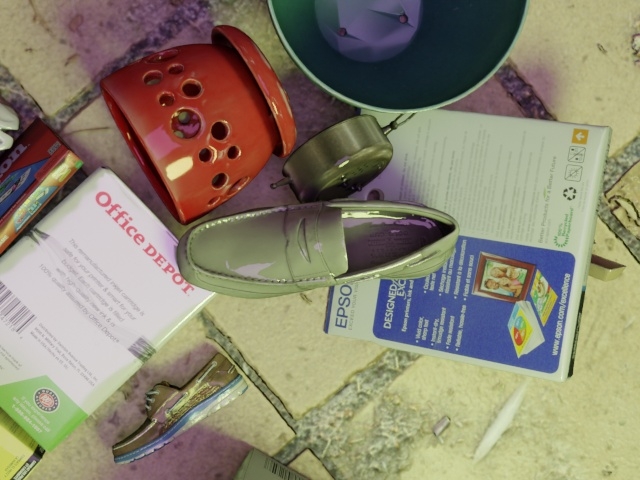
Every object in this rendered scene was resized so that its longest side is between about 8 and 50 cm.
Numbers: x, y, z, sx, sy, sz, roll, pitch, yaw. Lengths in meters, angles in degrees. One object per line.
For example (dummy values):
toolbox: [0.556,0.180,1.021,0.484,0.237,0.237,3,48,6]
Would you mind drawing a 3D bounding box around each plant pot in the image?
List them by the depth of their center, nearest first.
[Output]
plant pot: [-0.132,-0.136,1.157,0.174,0.191,0.191,-29,96,-12]
plant pot: [0.071,-0.286,1.169,0.290,0.195,0.290,0,93,-8]

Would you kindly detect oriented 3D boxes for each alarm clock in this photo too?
alarm clock: [0.039,-0.101,1.195,0.192,0.129,0.064,-36,76,11]

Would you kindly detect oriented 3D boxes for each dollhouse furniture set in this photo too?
dollhouse furniture set: [0.339,-0.005,1.243,0.091,0.114,0.081,-9,110,-33]

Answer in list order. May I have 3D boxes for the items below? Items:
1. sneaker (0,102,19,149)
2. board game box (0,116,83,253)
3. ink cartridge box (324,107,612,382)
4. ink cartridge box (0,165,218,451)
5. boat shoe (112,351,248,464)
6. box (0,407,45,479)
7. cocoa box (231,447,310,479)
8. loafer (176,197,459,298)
sneaker: [-0.460,-0.051,1.125,0.118,0.110,0.292,38,70,-35]
board game box: [-0.392,-0.013,1.151,0.281,0.145,0.027,-48,125,-3]
ink cartridge box: [0.176,-0.006,1.238,0.307,0.072,0.303,10,93,25]
ink cartridge box: [-0.281,0.074,1.181,0.273,0.115,0.198,-43,98,-3]
boat shoe: [-0.181,0.203,1.232,0.183,0.066,0.066,-33,92,-15]
box: [-0.427,0.194,1.184,0.232,0.087,0.058,42,87,-9]
cocoa box: [0.004,0.440,1.161,0.347,0.231,0.228,30,90,0]
loafer: [0.000,0.000,1.136,0.319,0.111,0.112,-6,74,-15]
